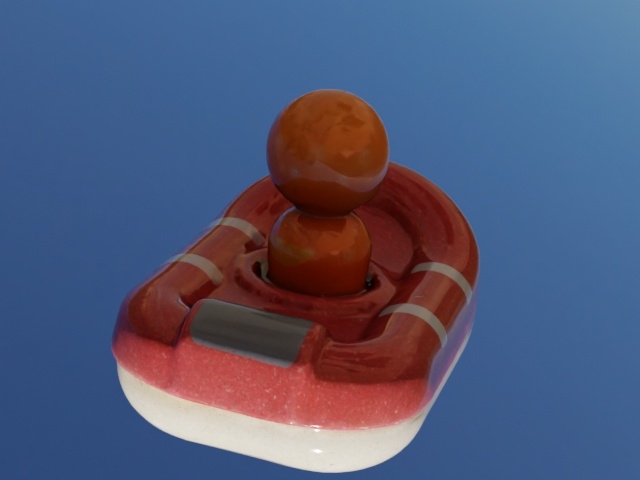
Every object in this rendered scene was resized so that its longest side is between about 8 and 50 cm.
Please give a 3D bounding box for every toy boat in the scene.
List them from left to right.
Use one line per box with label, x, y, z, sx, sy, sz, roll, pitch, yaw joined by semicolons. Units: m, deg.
toy boat;0.000;0.000;0.699;0.151;0.151;0.231;12;-159;13
